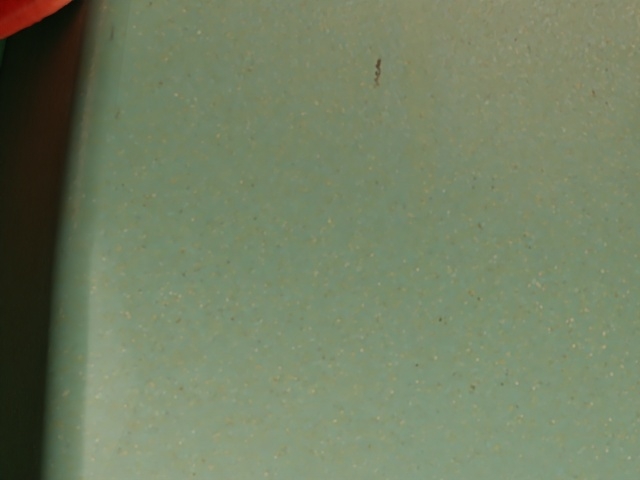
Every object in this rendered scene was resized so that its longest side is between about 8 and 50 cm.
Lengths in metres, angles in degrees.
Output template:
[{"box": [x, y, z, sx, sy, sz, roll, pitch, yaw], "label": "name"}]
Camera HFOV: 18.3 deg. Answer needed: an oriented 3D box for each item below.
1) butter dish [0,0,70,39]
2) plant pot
[{"box": [-0.149, -0.080, 0.407, 0.118, 0.160, 0.160, -44, 108, -28], "label": "butter dish"}, {"box": [0.000, 0.000, 0.479, 0.165, 0.166, 0.234, 1, 87, -17], "label": "plant pot"}]
